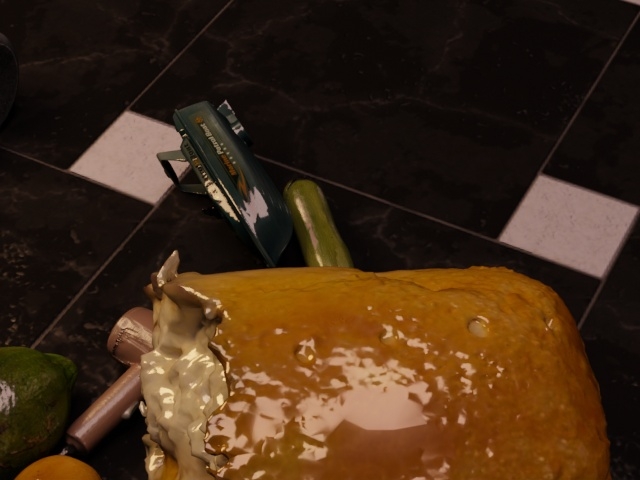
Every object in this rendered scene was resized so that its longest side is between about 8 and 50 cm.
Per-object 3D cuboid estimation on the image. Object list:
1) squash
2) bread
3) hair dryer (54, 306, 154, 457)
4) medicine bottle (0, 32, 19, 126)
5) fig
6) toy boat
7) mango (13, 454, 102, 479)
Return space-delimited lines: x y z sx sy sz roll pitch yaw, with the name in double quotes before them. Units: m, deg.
"squash" 0.000 0.000 1.546 0.052 0.052 0.183 -13 46 -12
"bread" 0.043 0.153 1.229 0.394 0.250 0.361 -6 57 -6
"hair dryer" -0.187 0.155 1.398 0.117 0.064 0.182 31 61 26
"medicine bottle" -0.512 -0.215 1.705 0.293 0.141 0.141 19 49 19
"fig" -0.284 0.158 1.364 0.123 0.123 0.156 27 23 25
"toy boat" -0.098 -0.052 1.572 0.103 0.093 0.246 -32 51 -1
"mango" -0.235 0.272 1.259 0.102 0.085 0.184 1 51 3
